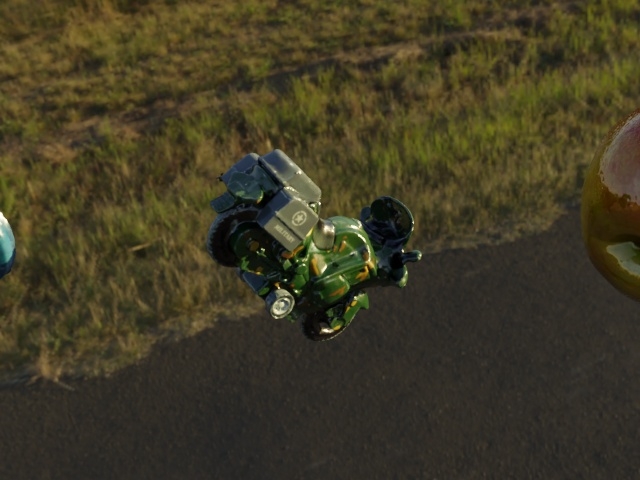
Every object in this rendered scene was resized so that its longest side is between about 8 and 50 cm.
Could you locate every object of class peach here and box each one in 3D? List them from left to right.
[{"bbox_3d":[0.316,-0.034,0.660,0.190,0.190,0.192,19,52,43],"label":"peach"}]

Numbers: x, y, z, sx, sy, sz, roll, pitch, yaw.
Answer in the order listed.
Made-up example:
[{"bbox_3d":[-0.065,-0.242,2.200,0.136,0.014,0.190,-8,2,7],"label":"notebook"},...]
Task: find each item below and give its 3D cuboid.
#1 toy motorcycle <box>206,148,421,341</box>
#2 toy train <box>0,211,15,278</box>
[{"bbox_3d":[0.000,0.000,0.845,0.187,0.274,0.125,-46,47,0],"label":"toy motorcycle"},{"bbox_3d":[-0.454,0.003,0.722,0.300,0.265,0.188,-29,19,32],"label":"toy train"}]
